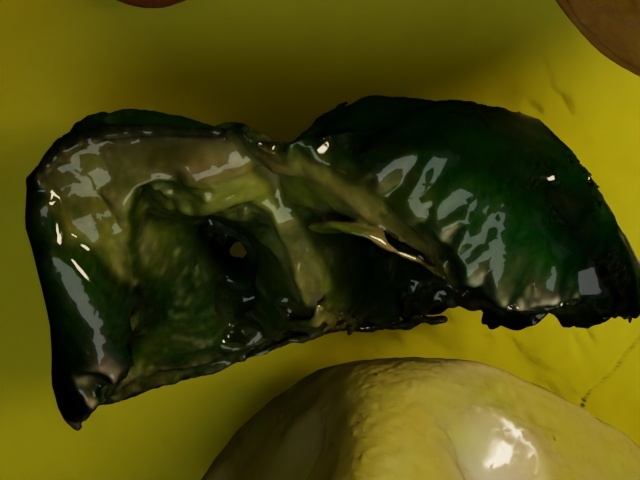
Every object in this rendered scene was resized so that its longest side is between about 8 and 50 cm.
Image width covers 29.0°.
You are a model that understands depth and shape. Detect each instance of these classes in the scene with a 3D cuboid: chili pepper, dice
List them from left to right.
[{"bbox_3d":[0.005,-0.004,0.548,0.265,0.116,0.148,-5,116,15],"label":"chili pepper"},{"bbox_3d":[0.044,0.213,0.609,0.227,0.233,0.238,29,136,-16],"label":"dice"}]

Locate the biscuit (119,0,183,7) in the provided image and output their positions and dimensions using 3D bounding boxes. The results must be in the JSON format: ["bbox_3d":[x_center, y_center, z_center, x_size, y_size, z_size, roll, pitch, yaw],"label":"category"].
[{"bbox_3d":[-0.074,-0.136,0.501,0.078,0.015,0.091,-12,128,25],"label":"biscuit"}]

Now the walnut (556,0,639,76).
[{"bbox_3d":[0.123,-0.132,0.366,0.159,0.159,0.206,-7,149,18],"label":"walnut"}]
